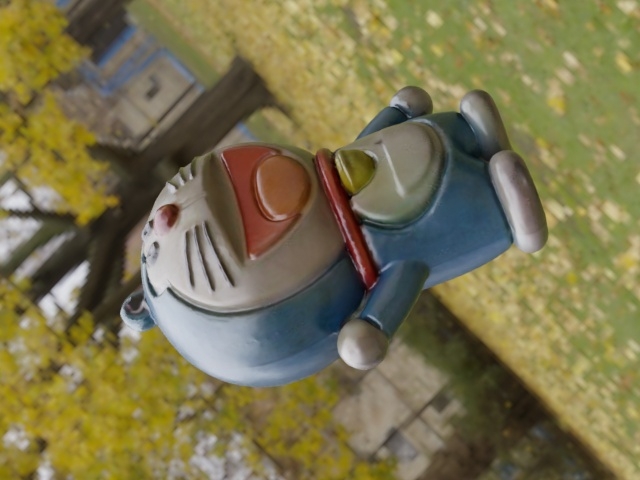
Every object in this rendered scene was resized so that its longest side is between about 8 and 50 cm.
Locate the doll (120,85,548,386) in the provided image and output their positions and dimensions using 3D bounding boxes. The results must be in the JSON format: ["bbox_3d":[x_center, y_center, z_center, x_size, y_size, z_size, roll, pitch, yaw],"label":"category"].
[{"bbox_3d":[0.000,0.000,0.501,0.085,0.152,0.114,65,-173,-46],"label":"doll"}]
